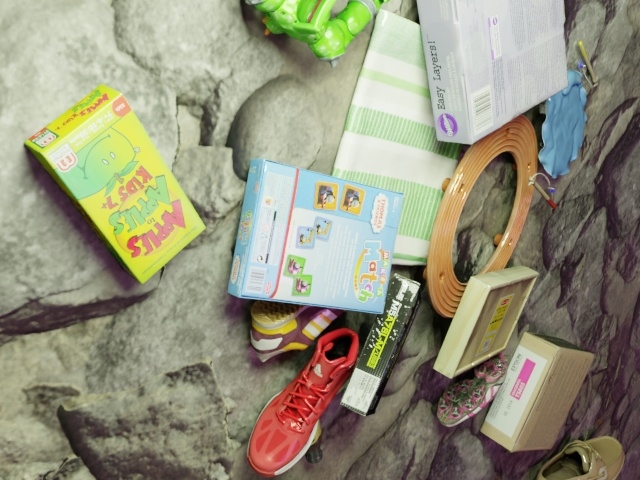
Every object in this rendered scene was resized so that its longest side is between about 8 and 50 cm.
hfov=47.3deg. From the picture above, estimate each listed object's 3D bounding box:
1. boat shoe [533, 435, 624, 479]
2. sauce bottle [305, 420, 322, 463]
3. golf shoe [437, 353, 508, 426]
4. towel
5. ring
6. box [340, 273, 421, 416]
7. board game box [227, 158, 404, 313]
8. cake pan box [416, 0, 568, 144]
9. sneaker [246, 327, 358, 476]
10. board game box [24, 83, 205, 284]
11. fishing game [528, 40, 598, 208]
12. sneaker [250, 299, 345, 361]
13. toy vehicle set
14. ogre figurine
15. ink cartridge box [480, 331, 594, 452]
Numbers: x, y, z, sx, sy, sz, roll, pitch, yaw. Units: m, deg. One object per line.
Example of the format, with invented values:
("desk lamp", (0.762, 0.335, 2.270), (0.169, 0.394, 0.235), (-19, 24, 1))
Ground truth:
("boat shoe", (0.661, 0.569, 1.839), (0.341, 0.121, 0.110), (-19, 124, -36))
("sauce bottle", (-0.018, 0.278, 1.072), (0.042, 0.042, 0.128), (-33, 129, -28))
("golf shoe", (0.290, 0.293, 1.367), (0.186, 0.067, 0.086), (-35, 133, -27))
("towel", (0.119, -0.121, 1.004), (0.247, 0.038, 0.325), (4, 108, -45))
("ring", (0.253, -0.038, 1.154), (0.336, 0.032, 0.337), (-33, 134, -42))
("box", (0.091, 0.153, 1.038), (0.191, 0.045, 0.184), (-66, 166, -9))
("board game box", (0.000, 0.000, 0.891), (0.211, 0.039, 0.160), (10, 90, -33))
("cake pan box", (0.237, -0.285, 0.975), (0.245, 0.070, 0.267), (-32, 120, -32))
("sneaker", (-0.024, 0.201, 0.967), (0.221, 0.087, 0.128), (-54, 164, -27))
("board game box", (-0.195, -0.051, 0.722), (0.092, 0.043, 0.181), (-44, 135, -19))
("fishing game", (0.406, -0.197, 1.240), (0.189, 0.041, 0.264), (28, 80, -52))
("sneaker", (-0.014, 0.096, 0.970), (0.185, 0.069, 0.084), (-19, 132, -31))
("toy vehicle set", (0.291, 0.133, 1.256), (0.266, 0.035, 0.166), (-4, 118, -58))
("ogre figurine", (-0.013, -0.266, 0.756), (0.197, 0.096, 0.118), (37, 72, -59))
("ink cartridge box", (0.457, 0.319, 1.531), (0.193, 0.088, 0.235), (17, 99, -46))
